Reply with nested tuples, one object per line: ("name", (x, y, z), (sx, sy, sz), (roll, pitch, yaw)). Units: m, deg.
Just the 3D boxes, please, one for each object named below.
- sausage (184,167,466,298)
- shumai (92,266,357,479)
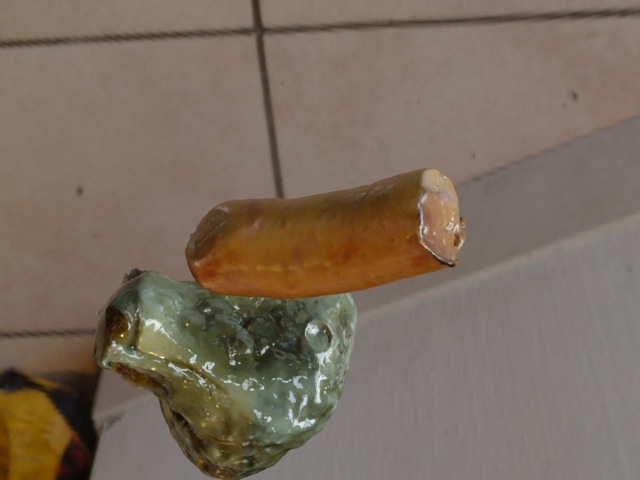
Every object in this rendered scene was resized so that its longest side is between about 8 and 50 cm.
("sausage", (0.000, -0.001, 1.240), (0.270, 0.109, 0.109), (-7, 129, 26))
("shumai", (-0.099, 0.111, 1.393), (0.260, 0.225, 0.222), (-25, 137, 14))
